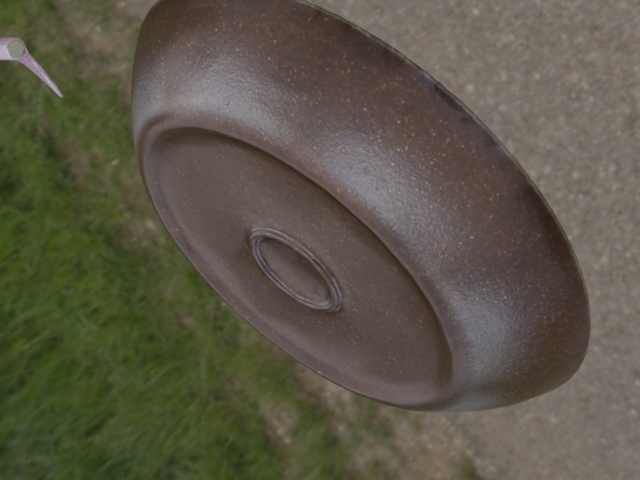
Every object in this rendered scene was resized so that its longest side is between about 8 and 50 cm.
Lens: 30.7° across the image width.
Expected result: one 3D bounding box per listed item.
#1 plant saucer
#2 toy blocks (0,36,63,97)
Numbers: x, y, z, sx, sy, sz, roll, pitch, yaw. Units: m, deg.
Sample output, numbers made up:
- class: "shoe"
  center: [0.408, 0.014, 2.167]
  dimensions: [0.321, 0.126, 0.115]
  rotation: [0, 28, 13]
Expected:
- class: "plant saucer"
  center: [0.000, 0.000, 0.415]
  dimensions: [0.198, 0.036, 0.198]
  rotation: [31, 153, 18]
- class: "toy blocks"
  center: [-0.275, -0.164, 0.501]
  dimensions: [0.260, 0.309, 0.288]
  rotation: [4, 149, 41]
